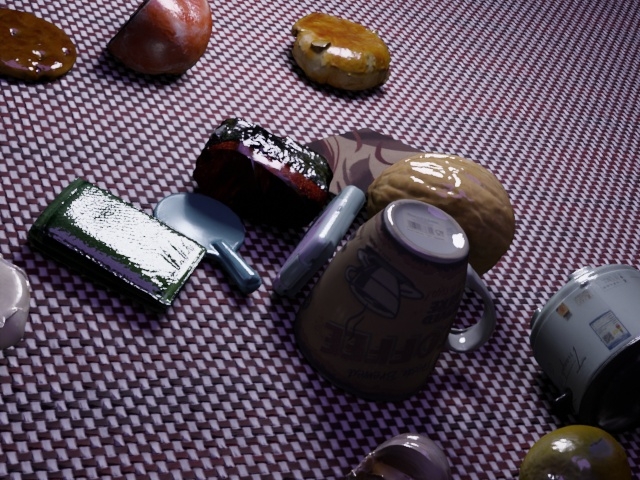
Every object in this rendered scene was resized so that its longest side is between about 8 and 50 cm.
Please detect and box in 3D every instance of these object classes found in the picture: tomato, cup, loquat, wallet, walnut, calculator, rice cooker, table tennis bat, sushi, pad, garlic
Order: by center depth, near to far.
[{"bbox_3d":[0.134,0.337,1.534,0.194,0.131,0.127,40,67,21],"label":"garlic"},{"bbox_3d":[0.371,0.339,1.677,0.195,0.152,0.152,-6,46,-48],"label":"loquat"},{"bbox_3d":[-0.300,0.006,1.749,0.236,0.055,0.160,30,42,0],"label":"wallet"},{"bbox_3d":[0.146,0.086,1.761,0.301,0.257,0.227,12,40,-22],"label":"cup"},{"bbox_3d":[-0.171,0.001,1.860,0.149,0.038,0.237,-13,46,-41],"label":"table tennis bat"},{"bbox_3d":[0.476,0.181,1.863,0.280,0.241,0.227,-29,49,-8],"label":"rice cooker"},{"bbox_3d":[0.000,0.000,1.878,0.045,0.141,0.246,40,35,-4],"label":"calculator"},{"bbox_3d":[-0.093,-0.110,1.962,0.225,0.136,0.126,27,37,1],"label":"sushi"},{"bbox_3d":[0.202,-0.040,1.995,0.261,0.225,0.225,21,34,6],"label":"walnut"},{"bbox_3d":[0.068,-0.149,2.167,0.220,0.004,0.330,26,29,32],"label":"pad"},{"bbox_3d":[-0.286,-0.392,2.204,0.155,0.181,0.214,40,41,-12],"label":"tomato"}]

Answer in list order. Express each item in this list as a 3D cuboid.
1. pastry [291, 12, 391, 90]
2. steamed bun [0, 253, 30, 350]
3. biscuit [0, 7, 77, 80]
[{"bbox_3d":[0.043,-0.393,2.445,0.229,0.100,0.218,17,32,-5],"label":"pastry"},{"bbox_3d":[-0.461,0.089,1.501,0.183,0.106,0.183,14,38,-11],"label":"steamed bun"},{"bbox_3d":[-0.533,-0.353,2.084,0.212,0.036,0.212,18,35,-13],"label":"biscuit"}]
